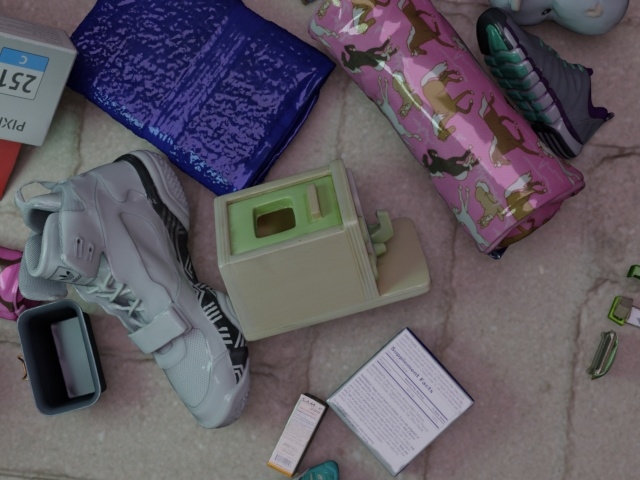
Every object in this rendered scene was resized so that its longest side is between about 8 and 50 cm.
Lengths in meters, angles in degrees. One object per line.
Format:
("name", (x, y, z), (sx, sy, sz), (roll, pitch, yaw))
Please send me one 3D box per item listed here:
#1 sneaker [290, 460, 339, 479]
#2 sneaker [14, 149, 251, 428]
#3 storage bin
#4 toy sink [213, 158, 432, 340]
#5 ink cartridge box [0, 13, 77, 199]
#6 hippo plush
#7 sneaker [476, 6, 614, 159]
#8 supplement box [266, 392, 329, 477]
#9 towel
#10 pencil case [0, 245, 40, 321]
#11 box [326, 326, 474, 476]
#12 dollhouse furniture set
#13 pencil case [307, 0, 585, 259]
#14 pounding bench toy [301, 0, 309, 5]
("sneaker", (0.064, 0.389, 1.423), (0.110, 0.107, 0.275), (-41, 84, -10))
("sneaker", (-0.232, 0.071, 1.404), (0.137, 0.210, 0.366), (-32, 76, 45))
("storage bin", (-0.323, 0.149, 1.472), (0.098, 0.091, 0.135), (-16, 83, 3))
("toy sink", (0.000, 0.000, 1.408), (0.234, 0.153, 0.131), (-15, 125, 3))
("ink cartridge box", (-0.472, -0.158, 1.386), (0.261, 0.296, 0.066), (-62, 39, 24))
("hippo plush", (0.288, -0.377, 1.402), (0.294, 0.234, 0.237), (17, 86, 5))
("sneaker", (0.278, -0.211, 1.446), (0.098, 0.083, 0.224), (-42, 116, -11))
("supplement box", (-0.027, 0.241, 1.458), (0.036, 0.062, 0.098), (26, 87, 7))
("towel", (-0.162, -0.214, 1.506), (0.308, 0.076, 0.228), (35, 83, 6))
("pencil case", (-0.458, 0.048, 1.492), (0.209, 0.095, 0.098), (8, 51, 7))
("box", (0.099, 0.197, 1.447), (0.137, 0.072, 0.126), (-42, 83, 0))
("dollhouse furniture set", (0.382, 0.109, 1.433), (0.058, 0.076, 0.152), (22, 86, 6))
("pencil case", (0.148, -0.168, 1.425), (0.160, 0.167, 0.386), (-35, 82, -27))
("pounding bench toy", (-0.015, -0.357, 1.512), (0.065, 0.052, 0.083), (39, 89, 6))
